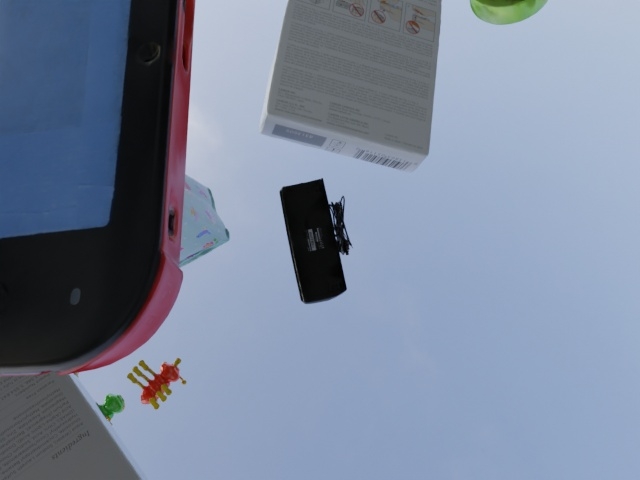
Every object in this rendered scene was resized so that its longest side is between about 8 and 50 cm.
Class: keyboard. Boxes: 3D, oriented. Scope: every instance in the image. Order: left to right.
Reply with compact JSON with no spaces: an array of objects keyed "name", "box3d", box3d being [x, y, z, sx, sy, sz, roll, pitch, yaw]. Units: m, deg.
[{"name":"keyboard","box3d":[0.000,0.000,0.847,0.100,0.038,0.192,-11,-102,-1]}]

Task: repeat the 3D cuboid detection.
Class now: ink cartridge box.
[{"name":"ink cartridge box","box3d":[0.067,-0.349,1.036,0.307,0.091,0.385,12,-109,-12]}]

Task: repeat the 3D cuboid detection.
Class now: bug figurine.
[{"name":"bug figurine","box3d":[-0.400,0.240,1.024,0.216,0.072,0.279,-44,-109,-11]}]

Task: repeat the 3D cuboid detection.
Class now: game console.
[{"name":"game console","box3d":[-0.254,-0.099,0.382,0.341,0.060,0.387,-4,-108,8]}]

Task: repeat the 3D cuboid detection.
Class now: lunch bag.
[{"name":"lunch bag","box3d":[-0.335,-0.016,0.980,0.262,0.223,0.160,-30,-111,7]}]

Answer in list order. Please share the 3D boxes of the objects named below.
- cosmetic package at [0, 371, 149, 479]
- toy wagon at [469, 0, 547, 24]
[{"name":"cosmetic package","box3d":[-0.278,0.312,0.621,0.156,0.217,0.385,-33,-112,-27]},{"name":"toy wagon","box3d":[0.074,-0.310,0.312,0.068,0.267,0.345,-19,-118,13]}]
